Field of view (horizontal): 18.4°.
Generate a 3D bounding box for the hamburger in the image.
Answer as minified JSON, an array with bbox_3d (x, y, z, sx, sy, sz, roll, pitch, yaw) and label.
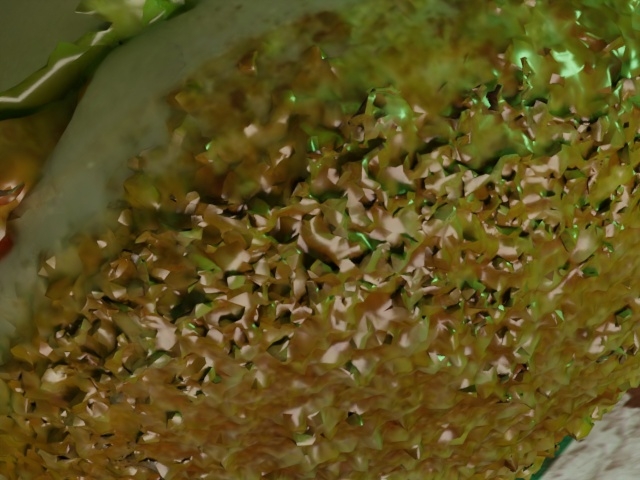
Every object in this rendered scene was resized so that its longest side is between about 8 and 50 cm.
[{"bbox_3d":[0.000,0.000,0.646,0.294,0.179,0.276,-14,150,-6],"label":"hamburger"}]
